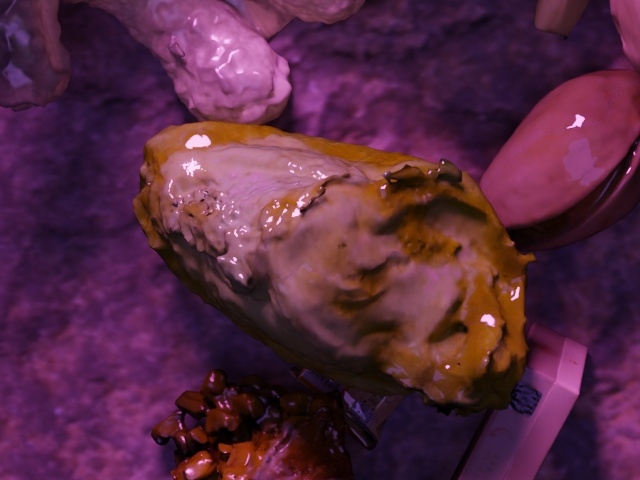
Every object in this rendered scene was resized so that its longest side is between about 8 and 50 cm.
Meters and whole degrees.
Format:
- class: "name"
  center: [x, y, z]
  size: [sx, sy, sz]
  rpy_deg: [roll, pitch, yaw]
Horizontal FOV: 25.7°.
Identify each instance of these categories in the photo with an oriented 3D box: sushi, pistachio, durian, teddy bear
- class: "sushi"
  center: [-0.082, 0.245, 1.280]
  size: [0.179, 0.167, 0.296]
  rpy_deg: [34, 127, -13]
- class: "pistachio"
  center: [0.209, -0.064, 1.175]
  size: [0.185, 0.124, 0.124]
  rpy_deg: [-39, 95, 25]
- class: "durian"
  center: [0.000, 0.000, 1.158]
  size: [0.340, 0.256, 0.204]
  rpy_deg: [27, 89, 44]
- class: "teddy bear"
  center: [-0.178, -0.229, 1.066]
  size: [0.375, 0.362, 0.327]
  rpy_deg: [40, 108, 0]

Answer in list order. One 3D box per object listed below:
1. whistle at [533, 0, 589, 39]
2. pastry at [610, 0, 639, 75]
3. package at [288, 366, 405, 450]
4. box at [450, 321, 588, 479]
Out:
- class: "whistle"
  center: [0.228, -0.313, 1.103]
  size: [0.141, 0.141, 0.294]
  rpy_deg: [34, 114, -1]
- class: "pastry"
  center: [0.339, -0.213, 1.058]
  size: [0.265, 0.133, 0.265]
  rpy_deg: [-12, 133, -13]
- class: "package"
  center: [0.043, 0.117, 1.289]
  size: [0.108, 0.031, 0.120]
  rpy_deg: [40, 106, -2]
- class: "box"
  center: [0.162, 0.182, 1.230]
  size: [0.058, 0.141, 0.201]
  rpy_deg: [27, 106, 7]
